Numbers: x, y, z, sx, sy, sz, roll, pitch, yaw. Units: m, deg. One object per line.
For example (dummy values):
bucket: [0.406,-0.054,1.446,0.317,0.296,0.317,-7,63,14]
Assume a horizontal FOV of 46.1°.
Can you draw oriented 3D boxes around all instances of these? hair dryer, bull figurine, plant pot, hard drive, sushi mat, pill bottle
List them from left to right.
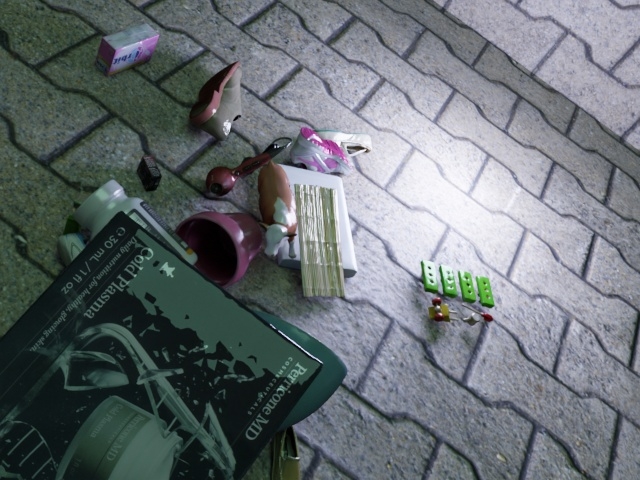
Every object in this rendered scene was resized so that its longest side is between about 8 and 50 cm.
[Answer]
pill bottle: [-0.441,-0.001,1.790,0.278,0.162,0.162,46,44,-6]
plant pot: [-0.248,0.010,1.920,0.201,0.201,0.180,44,30,8]
hair dryer: [-0.225,-0.204,2.080,0.080,0.224,0.293,52,46,-11]
plant pot: [-0.110,0.316,1.706,0.290,0.290,0.195,32,68,-4]
bull figurine: [-0.114,-0.064,2.005,0.101,0.188,0.310,-3,53,-3]
hard drive: [-0.025,-0.061,2.201,0.233,0.047,0.353,10,49,-23]
sushi mat: [0.000,0.000,2.066,0.151,0.019,0.316,2,79,-37]

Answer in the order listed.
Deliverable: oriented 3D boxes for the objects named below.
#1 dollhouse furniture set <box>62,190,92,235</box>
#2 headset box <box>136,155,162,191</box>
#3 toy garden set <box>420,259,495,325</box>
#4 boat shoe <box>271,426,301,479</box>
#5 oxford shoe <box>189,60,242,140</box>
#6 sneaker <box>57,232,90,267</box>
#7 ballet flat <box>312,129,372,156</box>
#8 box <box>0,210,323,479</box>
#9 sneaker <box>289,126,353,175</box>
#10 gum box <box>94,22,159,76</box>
dollhouse furniture set: [-0.591,-0.060,1.880,0.076,0.058,0.151,18,27,-7]
headset box: [-0.464,-0.184,2.030,0.032,0.062,0.083,-11,62,-38]
toy garden set: [0.411,0.178,2.266,0.244,0.049,0.203,16,46,-20]
boat shoe: [-0.072,0.505,1.686,0.068,0.072,0.190,6,52,-26]
oxford shoe: [-0.299,-0.429,2.321,0.130,0.123,0.348,48,37,-26]
sneaker: [-0.545,0.081,1.747,0.086,0.085,0.237,-9,61,-30]
ballet flat: [0.067,-0.314,2.448,0.249,0.086,0.086,-3,56,-34]
box: [-0.335,0.295,1.390,0.472,0.297,0.480,37,70,2]
sneaker: [-0.003,-0.257,2.343,0.252,0.111,0.103,26,30,-41]
gum box: [-0.576,-0.574,2.254,0.062,0.107,0.188,44,45,8]
